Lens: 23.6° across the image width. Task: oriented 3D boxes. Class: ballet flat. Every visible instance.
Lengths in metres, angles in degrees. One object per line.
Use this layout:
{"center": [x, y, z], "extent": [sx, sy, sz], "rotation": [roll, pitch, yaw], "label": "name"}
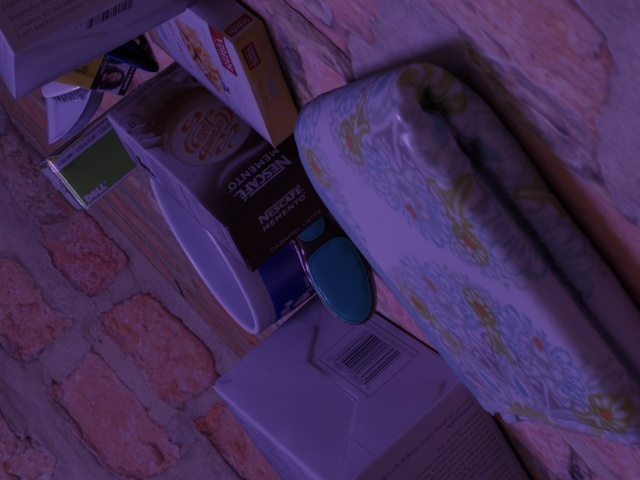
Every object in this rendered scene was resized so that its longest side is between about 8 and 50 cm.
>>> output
{"center": [0.000, 0.000, 1.850], "extent": [0.221, 0.077, 0.079], "rotation": [55, -174, -3], "label": "ballet flat"}

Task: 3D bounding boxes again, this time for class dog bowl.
{"center": [-0.118, -0.009, 2.076], "extent": [0.265, 0.104, 0.265], "rotation": [52, 166, 19], "label": "dog bowl"}

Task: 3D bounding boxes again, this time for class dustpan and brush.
{"center": [-0.346, -0.236, 2.248], "extent": [0.060, 0.211, 0.147], "rotation": [14, -114, -56], "label": "dustpan and brush"}

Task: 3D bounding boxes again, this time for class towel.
{"center": [0.138, 0.013, 1.328], "extent": [0.374, 0.090, 0.320], "rotation": [52, 165, -9], "label": "towel"}

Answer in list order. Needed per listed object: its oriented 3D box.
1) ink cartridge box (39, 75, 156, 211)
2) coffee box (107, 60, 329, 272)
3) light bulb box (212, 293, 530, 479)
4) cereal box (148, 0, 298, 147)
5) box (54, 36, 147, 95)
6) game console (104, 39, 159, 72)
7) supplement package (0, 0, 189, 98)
{"center": [-0.292, -0.135, 2.189], "extent": [0.097, 0.189, 0.255], "rotation": [52, 168, -10], "label": "ink cartridge box"}
{"center": [-0.112, -0.097, 1.770], "extent": [0.246, 0.141, 0.098], "rotation": [41, 165, 33], "label": "coffee box"}
{"center": [0.094, 0.304, 2.032], "extent": [0.358, 0.225, 0.361], "rotation": [32, 159, 55], "label": "light bulb box"}
{"center": [-0.125, -0.222, 1.648], "extent": [0.240, 0.047, 0.173], "rotation": [42, 165, 35], "label": "cereal box"}
{"center": [-0.337, -0.251, 1.967], "extent": [0.232, 0.087, 0.058], "rotation": [10, -157, -48], "label": "box"}
{"center": [-0.329, -0.359, 1.880], "extent": [0.293, 0.173, 0.250], "rotation": [44, 140, 42], "label": "game console"}
{"center": [-0.267, -0.309, 1.445], "extent": [0.263, 0.199, 0.198], "rotation": [60, 168, 1], "label": "supplement package"}
